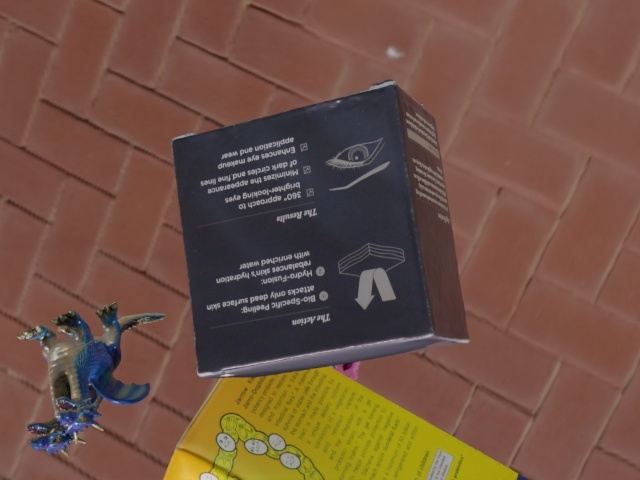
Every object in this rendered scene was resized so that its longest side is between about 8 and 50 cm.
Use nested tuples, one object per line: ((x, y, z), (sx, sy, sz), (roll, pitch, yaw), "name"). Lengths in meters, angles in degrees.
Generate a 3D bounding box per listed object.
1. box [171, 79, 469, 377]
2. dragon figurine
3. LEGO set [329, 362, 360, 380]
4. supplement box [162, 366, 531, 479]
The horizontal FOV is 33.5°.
((0.000, 0.000, 0.684), (0.156, 0.093, 0.158), (-11, 78, 20), "box")
((-0.248, 0.152, 1.187), (0.085, 0.289, 0.144), (-23, 84, 14), "dragon figurine")
((0.085, 0.106, 1.270), (0.093, 0.087, 0.227), (39, 145, -12), "LEGO set")
((0.016, 0.294, 1.150), (0.356, 0.195, 0.194), (29, 132, 4), "supplement box")
